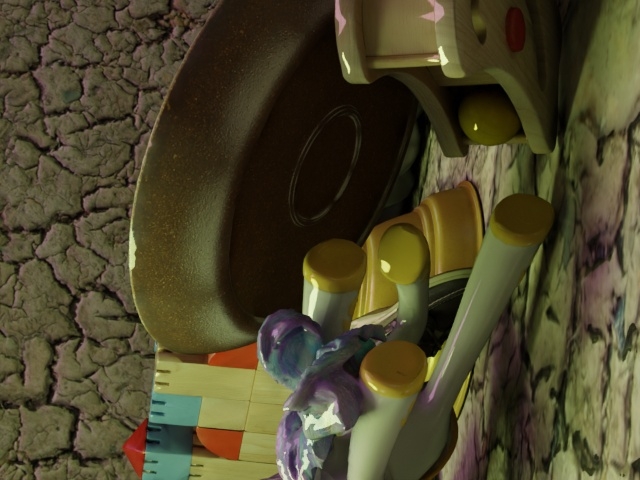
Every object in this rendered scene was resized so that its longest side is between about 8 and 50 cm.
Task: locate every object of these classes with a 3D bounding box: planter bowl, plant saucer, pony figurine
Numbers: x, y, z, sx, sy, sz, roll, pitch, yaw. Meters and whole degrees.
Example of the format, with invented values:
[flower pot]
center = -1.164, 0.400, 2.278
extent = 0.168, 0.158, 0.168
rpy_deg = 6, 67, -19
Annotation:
[planter bowl]
center = 0.069, 0.052, 1.337
extent = 0.217, 0.090, 0.217
rpy_deg = -173, 90, -83
[plant saucer]
center = -0.013, -0.057, 1.053
extent = 0.310, 0.050, 0.311
rpy_deg = -47, -29, -35
[pony figurine]
center = 0.024, 0.176, 1.078
extent = 0.351, 0.302, 0.363
rpy_deg = -45, -29, -45

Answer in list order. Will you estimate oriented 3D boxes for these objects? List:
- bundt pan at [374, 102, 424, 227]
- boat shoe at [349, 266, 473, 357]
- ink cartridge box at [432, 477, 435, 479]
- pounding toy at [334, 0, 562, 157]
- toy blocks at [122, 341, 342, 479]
[bundt pan]
center = 0.033, -0.131, 1.648
extent = 0.331, 0.124, 0.331
rpy_deg = -173, 90, -83
[boat shoe]
center = 0.076, 0.069, 1.219
extent = 0.152, 0.056, 0.049
rpy_deg = -32, 52, 35
[ink cartridge box]
center = 0.041, 0.297, 1.460
extent = 0.165, 0.065, 0.333
rpy_deg = -94, 14, -54
[pounding toy]
center = 0.109, -0.144, 0.972
extent = 0.269, 0.154, 0.154
rpy_deg = 55, -139, -50
[toy blocks]
center = -0.057, 0.126, 1.587
extent = 0.191, 0.260, 0.381
rpy_deg = -91, 10, -46
